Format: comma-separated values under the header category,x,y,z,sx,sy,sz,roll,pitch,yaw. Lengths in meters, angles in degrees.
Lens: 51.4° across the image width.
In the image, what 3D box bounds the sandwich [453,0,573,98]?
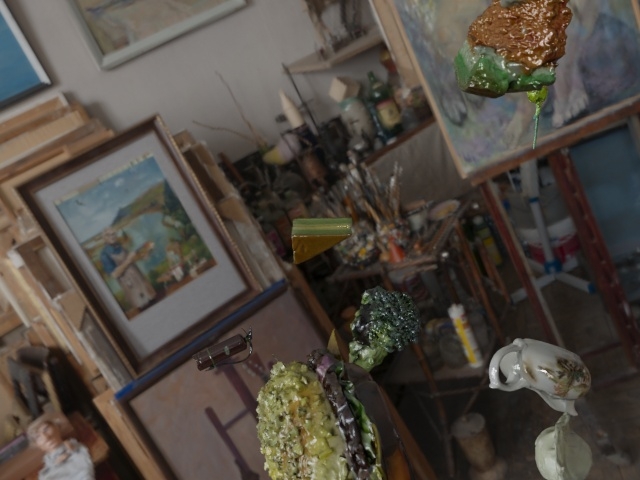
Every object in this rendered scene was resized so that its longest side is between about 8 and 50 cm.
category,x,y,z,sx,sy,sz,roll,pitch,yaw
sandwich,0.244,-0.269,0.874,0.109,0.160,0.185,8,20,-7

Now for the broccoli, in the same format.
category,x,y,z,sx,sy,sz,roll,pitch,yaw
broccoli,0.117,0.232,1.476,0.165,0.145,0.304,-62,-3,-42

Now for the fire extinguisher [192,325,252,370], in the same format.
category,x,y,z,sx,sy,sz,roll,pitch,yaw
fire extinguisher,-0.226,0.271,1.615,0.157,0.078,0.045,-25,15,-9

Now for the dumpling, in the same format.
category,x,y,z,sx,sy,sz,roll,pitch,yaw
dumpling,0.658,0.560,1.803,0.146,0.193,0.258,-2,-12,26

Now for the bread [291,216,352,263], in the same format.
category,x,y,z,sx,sy,sz,roll,pitch,yaw
bread,0.005,0.000,1.522,0.139,0.084,0.074,-3,37,0

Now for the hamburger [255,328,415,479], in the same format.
category,x,y,z,sx,sy,sz,roll,pitch,yaw
hamburger,0.012,0.243,0.721,0.138,0.243,0.262,-17,31,-13

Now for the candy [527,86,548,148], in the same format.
category,x,y,z,sx,sy,sz,roll,pitch,yaw
candy,0.388,-0.225,1.198,0.035,0.123,0.035,-12,24,-16

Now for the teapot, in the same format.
category,x,y,z,sx,sy,sz,roll,pitch,yaw
teapot,0.502,0.307,1.528,0.204,0.298,0.140,5,72,66
